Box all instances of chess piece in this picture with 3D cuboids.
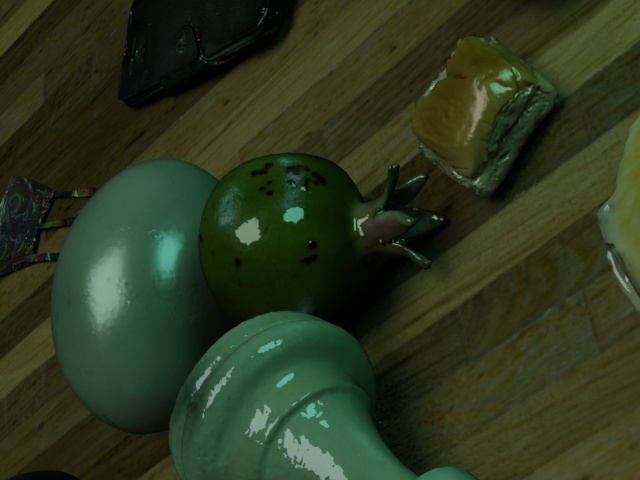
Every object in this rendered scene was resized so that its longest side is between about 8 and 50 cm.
[{"bbox_3d":[0.030,0.197,1.254,0.299,0.195,0.194,32,96,46],"label":"chess piece"}]

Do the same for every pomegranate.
[{"bbox_3d":[0.000,0.000,1.424,0.224,0.181,0.181,-10,59,24],"label":"pomegranate"}]

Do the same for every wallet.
[{"bbox_3d":[-0.142,-0.268,1.864,0.318,0.045,0.172,-17,54,48],"label":"wallet"}]

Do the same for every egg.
[{"bbox_3d":[-0.165,0.054,1.555,0.203,0.203,0.282,-14,62,48],"label":"egg"}]

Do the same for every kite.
[{"bbox_3d":[-0.359,-0.017,2.016,0.285,0.015,0.152,-2,70,54],"label":"kite"}]

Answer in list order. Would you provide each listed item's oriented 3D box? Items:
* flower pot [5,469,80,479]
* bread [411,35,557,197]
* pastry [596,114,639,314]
[{"bbox_3d":[-0.260,0.357,1.510,0.148,0.235,0.235,25,89,36],"label":"flower pot"},{"bbox_3d":[0.138,-0.114,1.374,0.125,0.082,0.106,-56,29,7],"label":"bread"},{"bbox_3d":[0.316,-0.036,1.054,0.265,0.133,0.264,-31,46,38],"label":"pastry"}]
